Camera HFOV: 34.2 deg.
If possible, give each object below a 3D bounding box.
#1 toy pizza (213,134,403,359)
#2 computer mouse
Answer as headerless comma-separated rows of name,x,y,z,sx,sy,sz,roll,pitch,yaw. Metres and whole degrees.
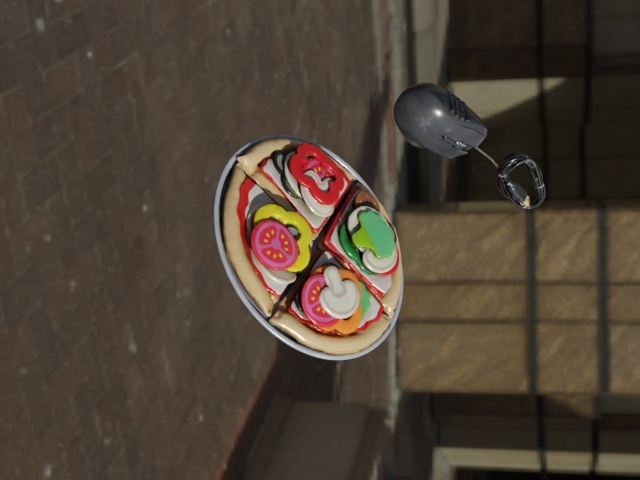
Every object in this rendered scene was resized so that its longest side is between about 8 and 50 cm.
toy pizza,0.000,0.000,0.863,0.201,0.032,0.201,21,55,-34
computer mouse,0.166,-0.090,1.109,0.242,0.071,0.041,30,33,-35
